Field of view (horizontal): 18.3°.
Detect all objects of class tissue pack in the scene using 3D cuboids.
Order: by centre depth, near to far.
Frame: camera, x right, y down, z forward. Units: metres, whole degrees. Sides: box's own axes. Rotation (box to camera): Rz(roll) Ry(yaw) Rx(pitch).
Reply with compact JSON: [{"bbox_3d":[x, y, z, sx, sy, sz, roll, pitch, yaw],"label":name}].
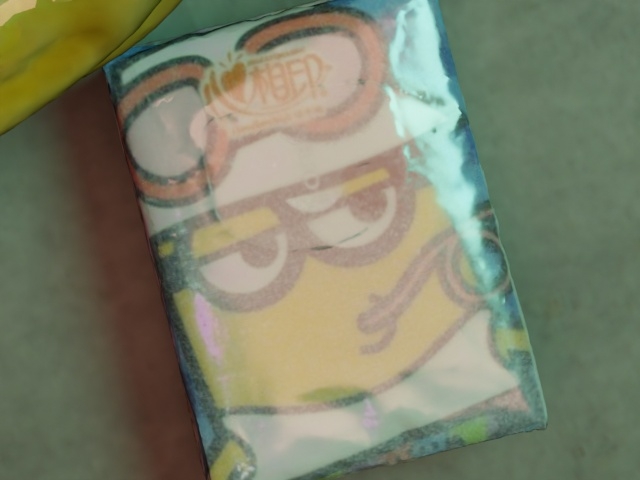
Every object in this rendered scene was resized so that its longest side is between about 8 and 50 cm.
[{"bbox_3d":[0.000,0.000,0.656,0.115,0.065,0.155,-14,95,2],"label":"tissue pack"}]

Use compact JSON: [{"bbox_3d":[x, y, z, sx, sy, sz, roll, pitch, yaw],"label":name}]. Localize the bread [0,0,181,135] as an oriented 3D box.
[{"bbox_3d":[-0.162,-0.131,0.556,0.315,0.211,0.270,5,53,5],"label":"bread"}]
